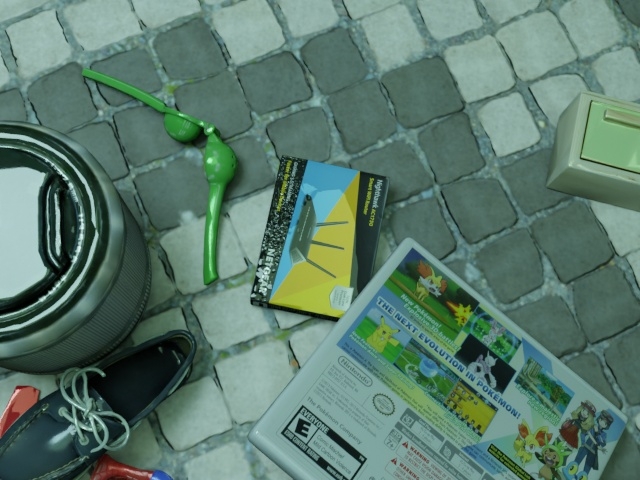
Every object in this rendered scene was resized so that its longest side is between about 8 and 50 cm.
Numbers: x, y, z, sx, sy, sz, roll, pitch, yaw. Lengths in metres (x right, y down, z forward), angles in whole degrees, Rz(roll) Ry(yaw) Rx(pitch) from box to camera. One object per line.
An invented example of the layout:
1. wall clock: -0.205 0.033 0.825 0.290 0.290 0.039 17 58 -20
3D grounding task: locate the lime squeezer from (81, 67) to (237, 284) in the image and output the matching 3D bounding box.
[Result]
1. lime squeezer: -0.167 -0.107 0.993 0.110 0.059 0.310 -35 81 20

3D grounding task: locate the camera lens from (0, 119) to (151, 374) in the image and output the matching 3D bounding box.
1. camera lens: -0.290 0.020 0.831 0.220 0.274 0.219 1 76 -3

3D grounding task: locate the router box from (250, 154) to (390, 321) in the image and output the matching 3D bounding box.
1. router box: 0.000 0.000 0.969 0.133 0.046 0.178 11 76 -1

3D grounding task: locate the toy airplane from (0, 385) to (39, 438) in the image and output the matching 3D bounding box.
1. toy airplane: -0.367 0.224 0.903 0.151 0.028 0.151 1 77 -3

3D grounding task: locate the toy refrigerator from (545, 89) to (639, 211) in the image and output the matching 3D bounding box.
1. toy refrigerator: 0.423 -0.089 0.990 0.270 0.094 0.102 15 76 1

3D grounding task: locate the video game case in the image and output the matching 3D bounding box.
1. video game case: 0.138 0.200 0.879 0.329 0.036 0.300 40 60 2

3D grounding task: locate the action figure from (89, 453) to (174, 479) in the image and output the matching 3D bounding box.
1. action figure: -0.113 0.328 0.860 0.281 0.091 0.139 14 68 1

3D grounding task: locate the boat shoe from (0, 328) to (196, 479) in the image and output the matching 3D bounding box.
1. boat shoe: -0.227 0.174 0.843 0.255 0.079 0.095 -30 77 -40
